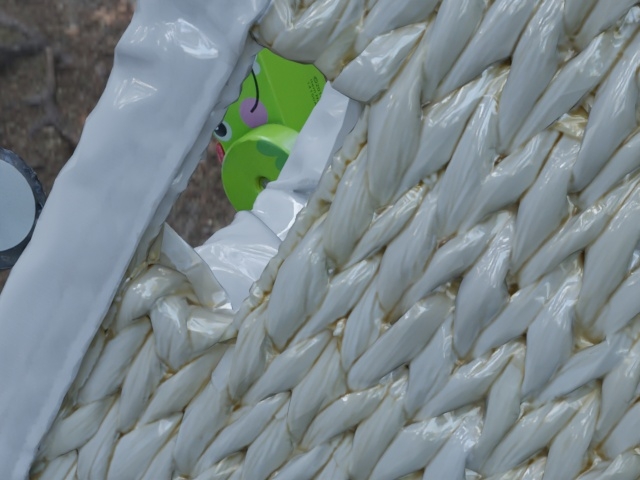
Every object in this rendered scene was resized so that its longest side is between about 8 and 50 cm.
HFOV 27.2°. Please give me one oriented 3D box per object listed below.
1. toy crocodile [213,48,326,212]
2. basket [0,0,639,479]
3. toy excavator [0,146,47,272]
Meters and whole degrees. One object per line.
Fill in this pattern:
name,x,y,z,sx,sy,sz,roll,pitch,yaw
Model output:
toy crocodile,0.000,0.000,0.880,0.105,0.340,0.115,-8,25,35
basket,0.085,-0.019,0.526,0.266,0.328,0.331,36,26,8
toy excavator,-0.390,0.126,1.051,0.433,0.222,0.445,42,56,-26
